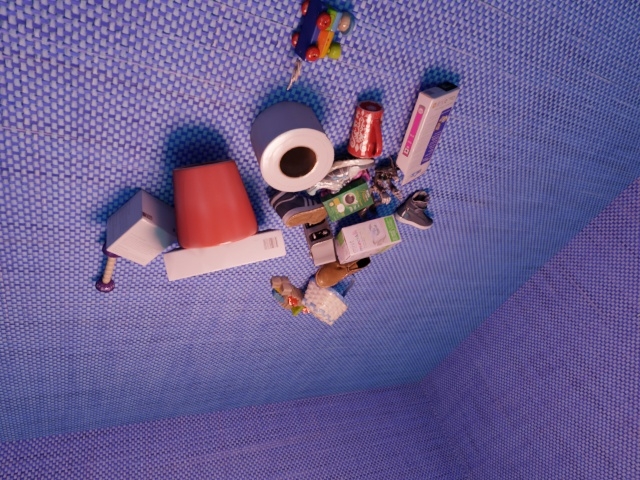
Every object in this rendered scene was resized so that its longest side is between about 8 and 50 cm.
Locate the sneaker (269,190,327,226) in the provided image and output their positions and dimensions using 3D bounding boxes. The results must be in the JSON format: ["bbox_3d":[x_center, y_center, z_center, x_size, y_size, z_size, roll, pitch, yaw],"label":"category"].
[{"bbox_3d":[-0.080,-0.142,1.595,0.282,0.153,0.099,-14,146,-54],"label":"sneaker"}]

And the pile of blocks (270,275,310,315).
[{"bbox_3d":[-0.149,0.306,2.044,0.149,0.113,0.362,-32,139,11],"label":"pile of blocks"}]

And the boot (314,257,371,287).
[{"bbox_3d":[0.107,0.129,1.899,0.305,0.112,0.115,-24,-176,-35],"label":"boot"}]

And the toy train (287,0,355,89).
[{"bbox_3d":[-0.003,-0.548,1.177,0.143,0.105,0.248,-10,141,-36],"label":"toy train"}]

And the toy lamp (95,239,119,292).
[{"bbox_3d":[-0.783,0.086,1.519,0.080,0.080,0.275,7,131,-32],"label":"toy lamp"}]

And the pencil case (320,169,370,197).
[{"bbox_3d":[0.102,-0.216,1.597,0.209,0.095,0.098,-38,120,15],"label":"pencil case"}]

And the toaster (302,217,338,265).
[{"bbox_3d":[0.000,0.000,1.733,0.110,0.168,0.186,-16,139,-4],"label":"toaster"}]

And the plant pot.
[{"bbox_3d":[-0.350,-0.128,1.320,0.275,0.275,0.243,-12,106,-14],"label":"plant pot"}]

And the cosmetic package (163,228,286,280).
[{"bbox_3d":[-0.330,0.038,1.427,0.377,0.284,0.097,-12,97,-12],"label":"cosmetic package"}]

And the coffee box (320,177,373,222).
[{"bbox_3d":[0.103,-0.153,1.563,0.184,0.040,0.113,-26,132,2],"label":"coffee box"}]

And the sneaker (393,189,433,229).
[{"bbox_3d":[0.468,-0.139,1.862,0.226,0.086,0.163,10,133,-32],"label":"sneaker"}]

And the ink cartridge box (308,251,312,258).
[{"bbox_3d":[0.005,0.069,1.916,0.063,0.029,0.115,-43,136,22],"label":"ink cartridge box"}]

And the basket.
[{"bbox_3d":[0.052,0.251,2.034,0.289,0.201,0.255,-50,139,-12],"label":"basket"}]

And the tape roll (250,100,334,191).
[{"bbox_3d":[-0.095,-0.305,1.340,0.246,0.169,0.246,-13,140,-11],"label":"tape roll"}]

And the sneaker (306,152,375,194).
[{"bbox_3d":[0.066,-0.245,1.512,0.283,0.110,0.122,-13,115,2],"label":"sneaker"}]

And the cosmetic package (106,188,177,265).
[{"bbox_3d":[-0.610,-0.042,1.401,0.183,0.151,0.151,-35,140,15],"label":"cosmetic package"}]

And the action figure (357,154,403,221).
[{"bbox_3d":[0.259,-0.204,1.642,0.164,0.141,0.276,-17,146,-41],"label":"action figure"}]

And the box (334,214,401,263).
[{"bbox_3d":[0.195,0.004,1.773,0.231,0.127,0.262,-15,171,-8],"label":"box"}]

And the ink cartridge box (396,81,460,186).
[{"bbox_3d":[0.382,-0.384,1.512,0.175,0.069,0.371,-30,146,-35],"label":"ink cartridge box"}]

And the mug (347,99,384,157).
[{"bbox_3d":[0.175,-0.381,1.414,0.113,0.150,0.169,-39,148,-39],"label":"mug"}]
